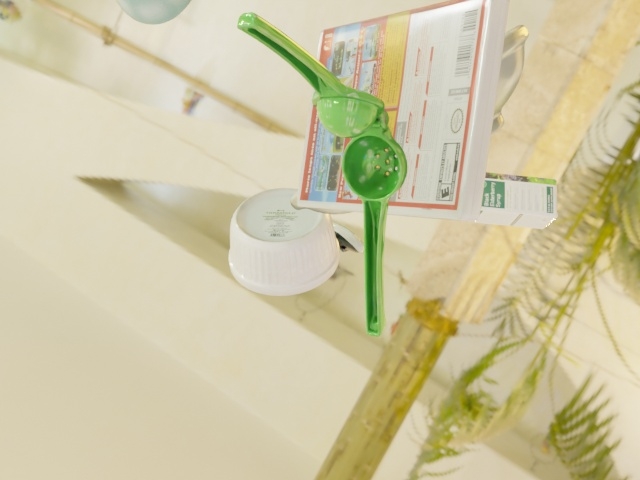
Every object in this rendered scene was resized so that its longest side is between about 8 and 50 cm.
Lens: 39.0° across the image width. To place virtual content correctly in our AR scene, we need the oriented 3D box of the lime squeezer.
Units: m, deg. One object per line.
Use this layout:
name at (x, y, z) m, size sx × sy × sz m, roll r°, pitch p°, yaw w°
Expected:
lime squeezer at (0.016, -0.069, 0.707) m, size 0.059 × 0.110 × 0.310 m, roll 22°, pitch 147°, yaw 40°

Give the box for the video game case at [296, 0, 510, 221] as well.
video game case at (0.070, -0.127, 0.907) m, size 0.025 × 0.204 × 0.285 m, roll 8°, pitch 180°, yaw -33°

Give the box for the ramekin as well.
ramekin at (-0.069, -0.006, 1.653) m, size 0.207 × 0.109 × 0.207 m, roll -2°, pitch -140°, yaw 2°

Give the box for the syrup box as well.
syrup box at (0.417, -0.094, 2.082) m, size 0.237 × 0.093 × 0.096 m, roll 6°, pitch 162°, yaw -6°

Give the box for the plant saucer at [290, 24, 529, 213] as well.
plant saucer at (0.143, -0.139, 1.258) m, size 0.100 × 0.400 × 0.400 m, roll 52°, pitch -169°, yaw -2°

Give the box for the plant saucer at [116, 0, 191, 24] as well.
plant saucer at (-0.256, -0.417, 1.322) m, size 0.195 × 0.195 × 0.037 m, roll 32°, pitch -158°, yaw 25°

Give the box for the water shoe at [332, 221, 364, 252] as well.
water shoe at (0.000, 0.000, 1.836) m, size 0.203 × 0.080 × 0.073 m, roll 24°, pitch 168°, yaw 35°
